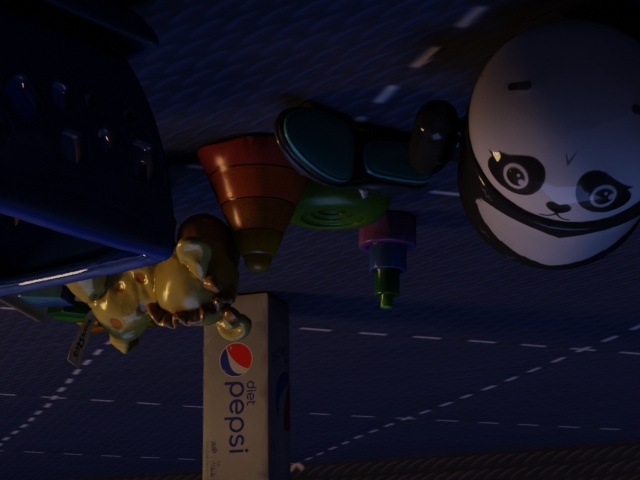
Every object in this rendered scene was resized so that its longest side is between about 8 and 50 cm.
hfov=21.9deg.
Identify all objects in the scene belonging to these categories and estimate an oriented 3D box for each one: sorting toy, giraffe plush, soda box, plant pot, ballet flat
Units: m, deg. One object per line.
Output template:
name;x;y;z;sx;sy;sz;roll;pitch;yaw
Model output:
sorting toy;0.000;0.000;1.732;0.127;0.126;0.365;-9;162;29
giraffe plush;-0.155;0.026;1.642;0.171;0.210;0.181;-2;164;29
soda box;-0.098;0.220;2.224;0.098;0.286;0.091;-6;163;17
sorting toy;-0.289;0.091;2.217;0.229;0.041;0.307;-3;164;12
plant pot;-0.262;-0.089;1.242;0.236;0.212;0.236;-12;160;37
ballet flat;0.018;-0.077;1.560;0.203;0.074;0.074;11;161;-42

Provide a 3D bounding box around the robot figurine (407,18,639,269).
robot figurine;0.200;-0.071;1.373;0.209;0.173;0.278;-31;166;-7

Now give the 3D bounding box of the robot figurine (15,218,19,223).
robot figurine;-0.338;-0.067;1.446;0.219;0.128;0.158;-5;155;-49
